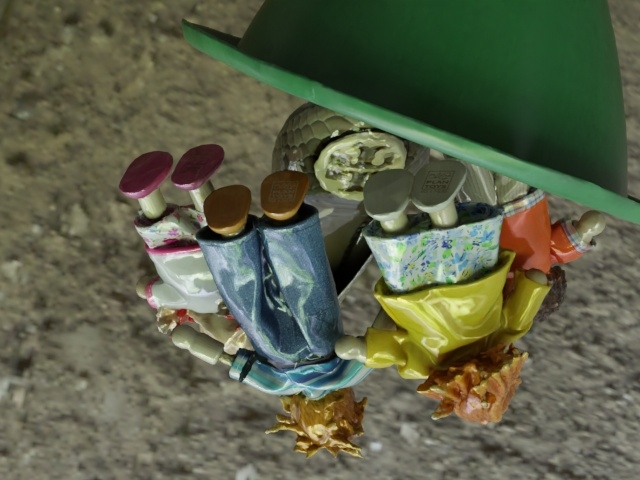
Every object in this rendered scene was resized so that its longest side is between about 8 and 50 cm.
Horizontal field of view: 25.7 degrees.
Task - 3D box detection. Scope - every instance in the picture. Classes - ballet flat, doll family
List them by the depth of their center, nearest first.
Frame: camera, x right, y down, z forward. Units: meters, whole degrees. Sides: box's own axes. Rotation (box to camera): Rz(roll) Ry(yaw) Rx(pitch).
[{"bbox_3d":[0.015,0.037,0.717,0.262,0.163,0.118,-8,39,16],"label":"doll family"},{"bbox_3d":[0.000,0.000,0.767,0.250,0.084,0.058,120,155,-57],"label":"ballet flat"}]

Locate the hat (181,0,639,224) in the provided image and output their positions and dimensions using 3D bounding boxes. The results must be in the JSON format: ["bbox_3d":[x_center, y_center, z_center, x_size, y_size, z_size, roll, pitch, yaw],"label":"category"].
[{"bbox_3d":[0.060,-0.121,0.453,0.173,0.208,0.184,26,98,37],"label":"hat"}]
